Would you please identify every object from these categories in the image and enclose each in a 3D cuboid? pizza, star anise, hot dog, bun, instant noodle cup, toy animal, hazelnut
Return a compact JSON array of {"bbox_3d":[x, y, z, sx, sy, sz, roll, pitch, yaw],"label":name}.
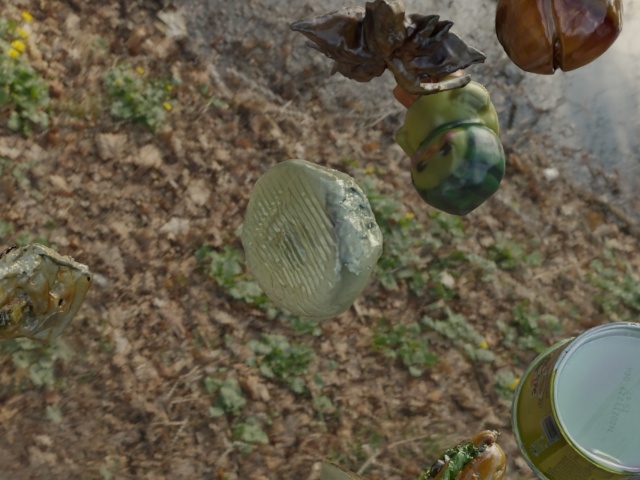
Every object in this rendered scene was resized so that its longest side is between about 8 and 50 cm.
[{"bbox_3d":[-0.459,0.090,1.421,0.071,0.189,0.297,44,7,23],"label":"pizza"},{"bbox_3d":[0.120,-0.314,1.574,0.349,0.293,0.108,30,71,-72],"label":"star anise"},{"bbox_3d":[0.188,0.446,1.576,0.100,0.135,0.337,44,72,-10],"label":"hot dog"},{"bbox_3d":[0.000,0.000,1.262,0.134,0.220,0.220,-10,77,-43],"label":"bun"},{"bbox_3d":[0.407,0.232,1.318,0.264,0.200,0.264,-2,69,5],"label":"instant noodle cup"},{"bbox_3d":[0.269,-0.204,1.889,0.191,0.216,0.338,21,46,-36],"label":"toy animal"},{"bbox_3d":[0.318,-0.316,1.287,0.182,0.182,0.182,13,64,-29],"label":"hazelnut"}]

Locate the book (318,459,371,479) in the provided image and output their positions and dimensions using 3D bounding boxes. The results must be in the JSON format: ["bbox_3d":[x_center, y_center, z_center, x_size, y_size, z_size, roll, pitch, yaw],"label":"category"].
[{"bbox_3d":[0.200,0.329,0.902,0.389,0.269,0.032,31,81,-20],"label":"book"}]
